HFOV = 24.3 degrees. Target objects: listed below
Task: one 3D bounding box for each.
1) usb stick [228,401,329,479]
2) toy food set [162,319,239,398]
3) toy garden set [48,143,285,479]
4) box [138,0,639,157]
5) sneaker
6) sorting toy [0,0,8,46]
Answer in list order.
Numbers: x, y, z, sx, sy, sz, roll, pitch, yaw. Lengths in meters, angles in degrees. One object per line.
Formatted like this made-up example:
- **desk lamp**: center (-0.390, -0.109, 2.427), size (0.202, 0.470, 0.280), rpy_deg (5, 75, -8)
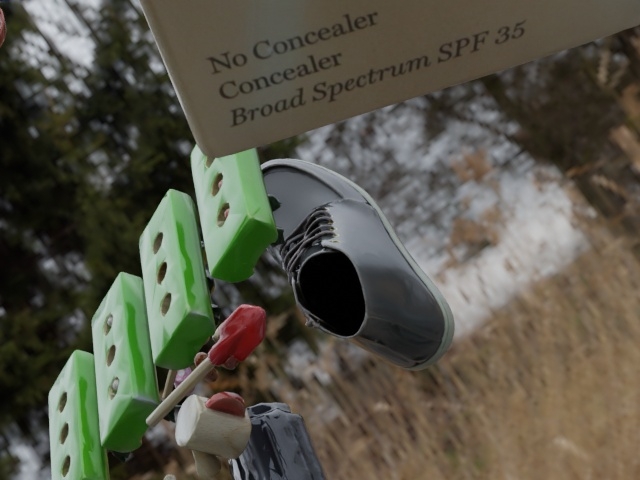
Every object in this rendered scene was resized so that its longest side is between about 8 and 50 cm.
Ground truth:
- **usb stick**: center (0.014, 0.205, 0.721), size (0.045, 0.278, 0.077), rpy_deg (-14, -37, -14)
- **toy food set**: center (-0.110, 0.108, 1.392), size (0.122, 0.019, 0.078), rpy_deg (-12, -58, -57)
- **toy garden set**: center (-0.076, 0.080, 0.817), size (0.049, 0.204, 0.244), rpy_deg (19, -57, -26)
- **box**: center (-0.015, -0.184, 0.357), size (0.148, 0.121, 0.311), rpy_deg (-18, -44, 3)
- **sneaker**: center (0.000, 0.000, 1.090), size (0.083, 0.222, 0.118), rpy_deg (-52, -34, 10)
- **sorting toy**: center (-0.242, -0.168, 1.004), size (0.061, 0.102, 0.042), rpy_deg (-30, -32, 7)
